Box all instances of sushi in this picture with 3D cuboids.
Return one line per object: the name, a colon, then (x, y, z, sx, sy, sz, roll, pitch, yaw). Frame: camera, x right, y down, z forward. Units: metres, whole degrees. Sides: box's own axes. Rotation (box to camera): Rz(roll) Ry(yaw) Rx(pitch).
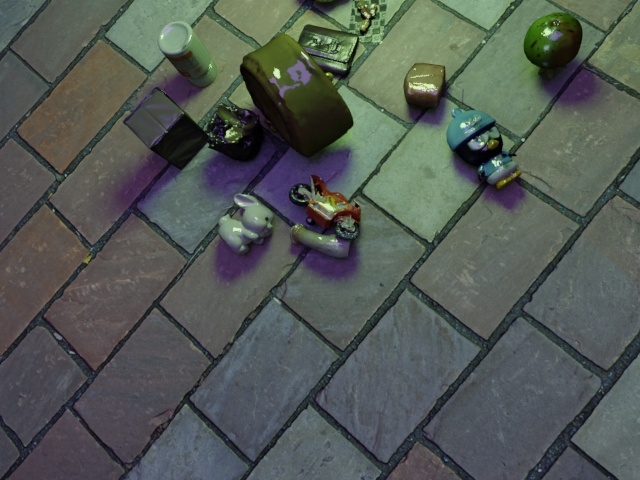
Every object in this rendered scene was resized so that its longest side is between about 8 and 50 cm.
sushi: (0.178, -0.850, 1.944, 0.139, 0.031, 0.200, 5, 79, 11)

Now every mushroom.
mushroom: (-0.003, 0.002, 1.756, 0.224, 0.092, 0.081, 14, 123, 15)

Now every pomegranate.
pomegranate: (0.771, -0.638, 1.688, 0.182, 0.224, 0.181, -11, 62, 21)

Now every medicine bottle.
medicine bottle: (-0.494, -0.696, 1.921, 0.145, 0.252, 0.144, -3, 78, 13)

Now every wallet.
wallet: (0.019, -0.727, 1.938, 0.229, 0.049, 0.181, 17, 80, 12)

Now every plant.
plant: (-0.306, -0.389, 1.834, 0.204, 0.234, 0.178, 19, 87, 8)

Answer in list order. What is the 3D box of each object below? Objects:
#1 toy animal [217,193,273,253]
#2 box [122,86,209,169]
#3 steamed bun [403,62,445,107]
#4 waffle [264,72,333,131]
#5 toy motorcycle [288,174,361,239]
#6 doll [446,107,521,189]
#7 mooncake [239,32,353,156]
toy animal: (-0.269, -0.059, 1.803, 0.179, 0.127, 0.193, 39, 90, 18)
box: (-0.553, -0.401, 1.864, 0.153, 0.252, 0.188, 42, 87, 15)
steamed bun: (0.369, -0.549, 1.809, 0.145, 0.106, 0.175, 10, 66, 18)
waffle: (-0.068, -0.507, 1.900, 0.282, 0.058, 0.300, 16, 81, 12)
toy motorcycle: (0.032, -0.113, 1.759, 0.298, 0.089, 0.171, 39, 58, 18)
doll: (0.540, -0.320, 1.704, 0.177, 0.141, 0.314, -33, 78, -11)
mooncake: (-0.096, -0.499, 1.759, 0.246, 0.393, 0.394, -36, 33, -2)
